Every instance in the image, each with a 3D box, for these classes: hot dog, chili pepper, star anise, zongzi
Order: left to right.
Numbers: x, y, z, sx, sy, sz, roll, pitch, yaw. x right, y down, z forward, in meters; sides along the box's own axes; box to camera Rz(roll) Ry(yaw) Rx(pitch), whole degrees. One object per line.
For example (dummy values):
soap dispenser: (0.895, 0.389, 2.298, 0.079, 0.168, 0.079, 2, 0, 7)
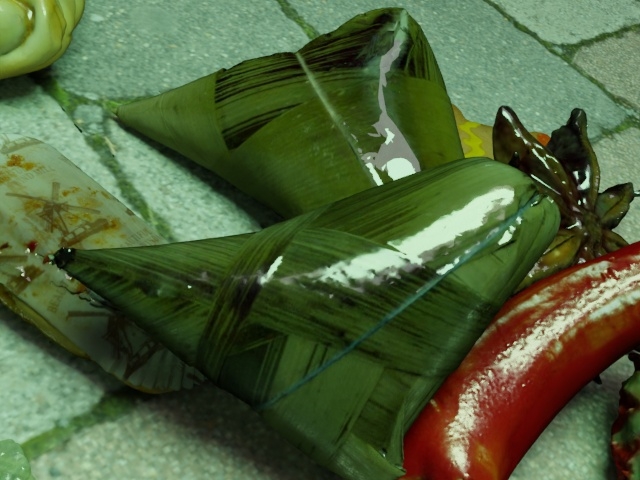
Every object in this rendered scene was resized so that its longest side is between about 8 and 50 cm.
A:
hot dog: (-0.170, 0.015, 0.530, 0.252, 0.069, 0.131, 37, 37, 10)
zongzi: (-0.026, -0.031, 0.618, 0.299, 0.145, 0.274, -11, 65, 4)
zongzi: (0.000, 0.000, 0.455, 0.242, 0.221, 0.112, 38, -2, -12)
star anise: (0.211, 0.002, 0.682, 0.271, 0.102, 0.272, 14, 65, -33)
chili pepper: (0.158, 0.086, 0.506, 0.368, 0.137, 0.092, -42, 112, -13)

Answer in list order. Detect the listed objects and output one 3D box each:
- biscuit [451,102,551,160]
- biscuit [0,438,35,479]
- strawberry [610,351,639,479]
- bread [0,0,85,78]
biscuit: (0.143, -0.096, 0.778, 0.249, 0.036, 0.166, 17, 43, -5)
biscuit: (-0.174, 0.205, 0.365, 0.121, 0.041, 0.199, -16, 56, -35)
strawberry: (0.340, 0.166, 0.531, 0.244, 0.205, 0.205, 30, 40, -25)
bread: (-0.303, -0.264, 0.698, 0.172, 0.121, 0.311, 12, 45, -16)
